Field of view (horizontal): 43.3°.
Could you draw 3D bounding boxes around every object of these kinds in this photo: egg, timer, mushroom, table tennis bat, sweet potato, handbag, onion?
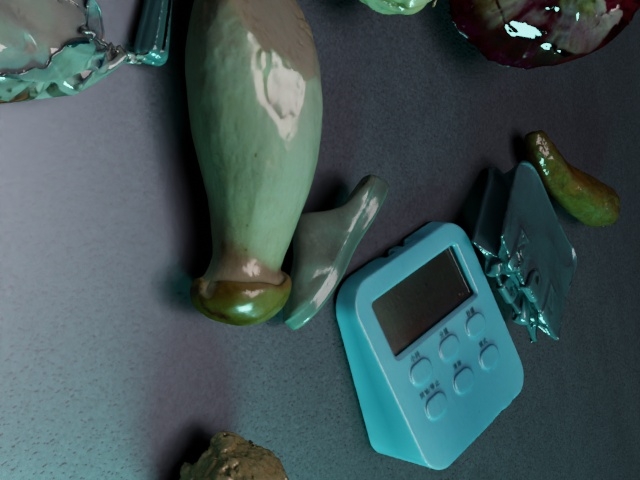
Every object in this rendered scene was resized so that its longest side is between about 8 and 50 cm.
[{"bbox_3d":[-0.083,0.260,0.773,0.118,0.116,0.140,21,74,-16],"label":"egg"},{"bbox_3d":[0.140,0.122,1.001,0.231,0.091,0.250,-32,112,-37],"label":"timer"},{"bbox_3d":[-0.066,-0.093,0.750,0.128,0.128,0.350,-5,103,-44],"label":"mushroom"},{"bbox_3d":[-0.140,-0.256,0.719,0.124,0.033,0.201,10,85,-43],"label":"table tennis bat"},{"bbox_3d":[0.380,-0.085,1.228,0.273,0.075,0.075,27,76,-39],"label":"sweet potato"},{"bbox_3d":[0.286,0.019,1.118,0.229,0.062,0.179,53,43,-34],"label":"handbag"},{"bbox_3d":[0.279,-0.338,1.013,0.252,0.219,0.252,-1,102,-3],"label":"onion"}]

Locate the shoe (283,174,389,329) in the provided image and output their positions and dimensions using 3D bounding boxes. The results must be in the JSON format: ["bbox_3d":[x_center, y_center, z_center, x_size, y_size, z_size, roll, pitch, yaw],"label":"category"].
[{"bbox_3d":[0.000,0.000,0.871,0.078,0.079,0.195,35,75,-4],"label":"shoe"}]

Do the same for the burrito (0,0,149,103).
[{"bbox_3d":[-0.297,-0.169,0.522,0.445,0.101,0.139,14,68,-45],"label":"burrito"}]

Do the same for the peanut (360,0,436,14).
[{"bbox_3d":[0.069,-0.396,0.842,0.149,0.149,0.313,1,91,-45],"label":"peanut"}]
